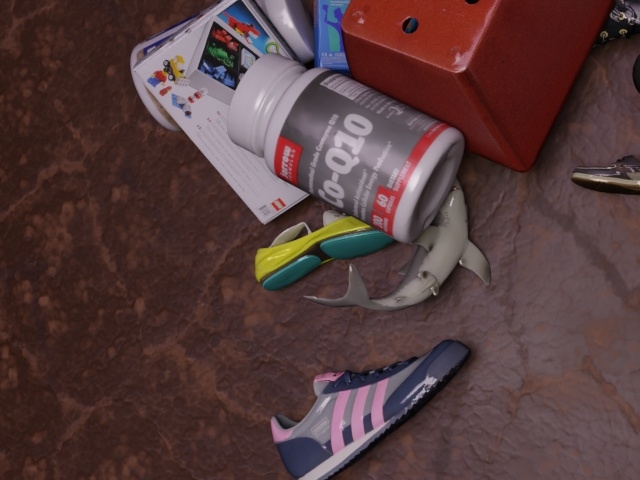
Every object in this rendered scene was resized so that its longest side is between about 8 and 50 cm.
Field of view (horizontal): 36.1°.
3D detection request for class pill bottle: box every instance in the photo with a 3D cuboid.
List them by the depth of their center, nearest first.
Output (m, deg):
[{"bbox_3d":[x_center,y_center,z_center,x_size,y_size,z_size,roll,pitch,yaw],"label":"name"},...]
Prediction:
[{"bbox_3d":[0.029,-0.127,1.284,0.283,0.161,0.161,28,95,18],"label":"pill bottle"},{"bbox_3d":[-0.142,-0.282,1.498,0.265,0.153,0.153,-22,76,19],"label":"pill bottle"}]

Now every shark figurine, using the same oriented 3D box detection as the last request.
[{"bbox_3d":[0.120,0.043,1.370,0.166,0.278,0.116,56,151,-14],"label":"shark figurine"}]

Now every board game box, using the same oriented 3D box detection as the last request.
[{"bbox_3d":[-0.098,-0.190,1.425,0.193,0.053,0.305,-32,114,15],"label":"board game box"},{"bbox_3d":[0.070,-0.344,1.439,0.160,0.047,0.210,1,83,-9],"label":"board game box"}]

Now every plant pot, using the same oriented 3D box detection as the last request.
[{"bbox_3d":[0.176,-0.277,1.240,0.267,0.236,0.267,27,92,28],"label":"plant pot"}]

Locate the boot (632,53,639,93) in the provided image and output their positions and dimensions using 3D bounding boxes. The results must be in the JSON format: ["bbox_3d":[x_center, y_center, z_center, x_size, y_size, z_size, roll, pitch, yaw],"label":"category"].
[{"bbox_3d":[0.563,-0.195,1.151,0.348,0.131,0.260,-33,35,16],"label":"boot"}]

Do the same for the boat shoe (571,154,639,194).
[{"bbox_3d":[0.413,-0.089,1.309,0.152,0.056,0.049,7,81,13],"label":"boat shoe"}]

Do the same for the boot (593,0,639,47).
[{"bbox_3d":[0.369,-0.266,1.332,0.236,0.085,0.178,36,101,23],"label":"boot"}]

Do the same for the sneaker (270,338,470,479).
[{"bbox_3d":[0.060,0.217,1.381,0.319,0.112,0.131,-40,74,12],"label":"sneaker"}]

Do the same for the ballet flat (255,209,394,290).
[{"bbox_3d":[0.000,0.000,1.455,0.231,0.077,0.077,-24,59,20],"label":"ballet flat"}]
